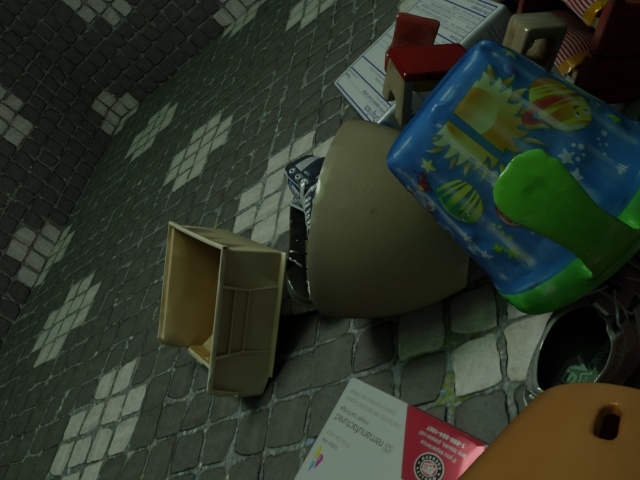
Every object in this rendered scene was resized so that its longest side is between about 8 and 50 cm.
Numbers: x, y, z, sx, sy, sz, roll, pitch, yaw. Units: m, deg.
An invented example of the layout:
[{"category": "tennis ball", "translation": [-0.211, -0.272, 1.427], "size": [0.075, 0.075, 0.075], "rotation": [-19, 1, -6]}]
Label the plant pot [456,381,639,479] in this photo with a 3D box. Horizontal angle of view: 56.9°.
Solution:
[{"category": "plant pot", "translation": [0.207, 0.243, 0.418], "size": [0.291, 0.291, 0.203], "rotation": [-2, 39, 51]}]

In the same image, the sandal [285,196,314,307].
[{"category": "sandal", "translation": [-0.002, 0.001, 1.073], "size": [0.120, 0.086, 0.303], "rotation": [2, 51, 13]}]

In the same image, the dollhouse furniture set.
[{"category": "dollhouse furniture set", "translation": [0.256, -0.290, 0.797], "size": [0.374, 0.152, 0.201], "rotation": [-8, 47, -13]}]

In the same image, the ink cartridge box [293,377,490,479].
[{"category": "ink cartridge box", "translation": [0.060, 0.331, 0.622], "size": [0.226, 0.131, 0.306], "rotation": [11, 64, 55]}]

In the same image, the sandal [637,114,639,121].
[{"category": "sandal", "translation": [0.466, -0.165, 0.657], "size": [0.445, 0.107, 0.168], "rotation": [-41, 32, 14]}]

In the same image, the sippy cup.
[{"category": "sippy cup", "translation": [0.200, -0.080, 0.620], "size": [0.240, 0.224, 0.305], "rotation": [-54, 4, -17]}]

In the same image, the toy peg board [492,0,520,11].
[{"category": "toy peg board", "translation": [0.414, -0.512, 1.139], "size": [0.161, 0.079, 0.160], "rotation": [-61, 18, -17]}]

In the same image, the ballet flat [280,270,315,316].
[{"category": "ballet flat", "translation": [-0.083, 0.091, 1.102], "size": [0.241, 0.077, 0.091], "rotation": [-6, 50, 48]}]

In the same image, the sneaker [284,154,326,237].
[{"category": "sneaker", "translation": [-0.007, -0.043, 0.985], "size": [0.153, 0.099, 0.282], "rotation": [12, 47, 15]}]

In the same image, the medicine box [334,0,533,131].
[{"category": "medicine box", "translation": [0.201, -0.303, 1.094], "size": [0.289, 0.149, 0.263], "rotation": [-43, 32, 12]}]

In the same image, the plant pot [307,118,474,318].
[{"category": "plant pot", "translation": [0.121, -0.018, 0.825], "size": [0.190, 0.284, 0.284], "rotation": [9, 58, 18]}]

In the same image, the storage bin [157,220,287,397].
[{"category": "storage bin", "translation": [-0.188, 0.116, 1.070], "size": [0.262, 0.123, 0.260], "rotation": [18, 102, 56]}]

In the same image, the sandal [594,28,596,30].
[{"category": "sandal", "translation": [0.474, -0.316, 0.851], "size": [0.090, 0.060, 0.219], "rotation": [-53, 32, -6]}]

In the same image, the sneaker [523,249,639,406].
[{"category": "sneaker", "translation": [0.299, 0.069, 0.591], "size": [0.105, 0.115, 0.281], "rotation": [27, 84, 35]}]
